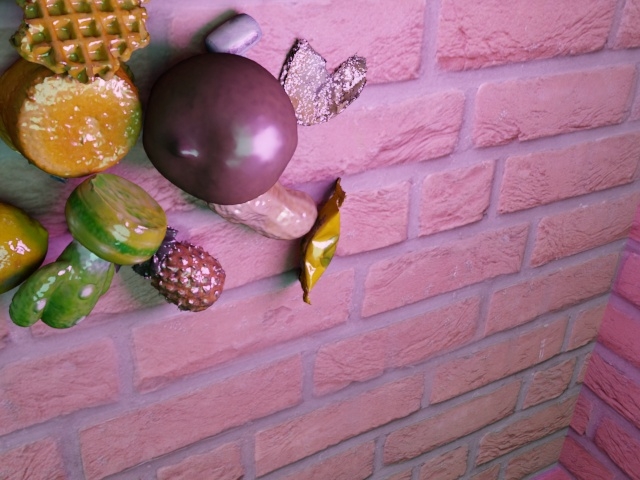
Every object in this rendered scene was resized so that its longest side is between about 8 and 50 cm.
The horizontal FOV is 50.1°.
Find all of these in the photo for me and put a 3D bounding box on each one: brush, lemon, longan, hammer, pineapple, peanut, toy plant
[{"bbox_3d":[-0.531,-0.133,1.335,0.083,0.016,0.013,29,111,-41],"label":"brush"},{"bbox_3d":[-0.616,0.016,1.273,0.207,0.170,0.170,-34,131,-16],"label":"lemon"},{"bbox_3d":[-0.192,-0.214,1.315,0.297,0.297,0.297,-16,125,-25],"label":"longan"},{"bbox_3d":[-0.155,-0.366,1.415,0.116,0.069,0.194,-38,139,-9],"label":"hammer"},{"bbox_3d":[-0.359,0.039,1.482,0.170,0.141,0.310,-36,123,23],"label":"pineapple"},{"bbox_3d":[-0.129,-0.085,1.552,0.313,0.149,0.149,28,100,-41],"label":"peanut"},{"bbox_3d":[-0.442,0.038,1.299,0.316,0.184,0.224,-48,168,15],"label":"toy plant"}]

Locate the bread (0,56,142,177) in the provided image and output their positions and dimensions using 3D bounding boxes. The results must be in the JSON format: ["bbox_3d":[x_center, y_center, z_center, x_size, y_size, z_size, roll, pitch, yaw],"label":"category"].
[{"bbox_3d":[-0.451,-0.232,1.244,0.268,0.146,0.269,-18,130,-23],"label":"bread"}]

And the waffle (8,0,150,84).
[{"bbox_3d":[-0.417,-0.394,1.139,0.291,0.051,0.291,10,72,-34],"label":"waffle"}]

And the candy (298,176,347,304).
[{"bbox_3d":[0.000,0.000,1.668,0.081,0.187,0.297,15,107,-9],"label":"candy"}]

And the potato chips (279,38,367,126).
[{"bbox_3d":[0.006,-0.356,1.548,0.219,0.029,0.202,-8,122,-26],"label":"potato chips"}]
